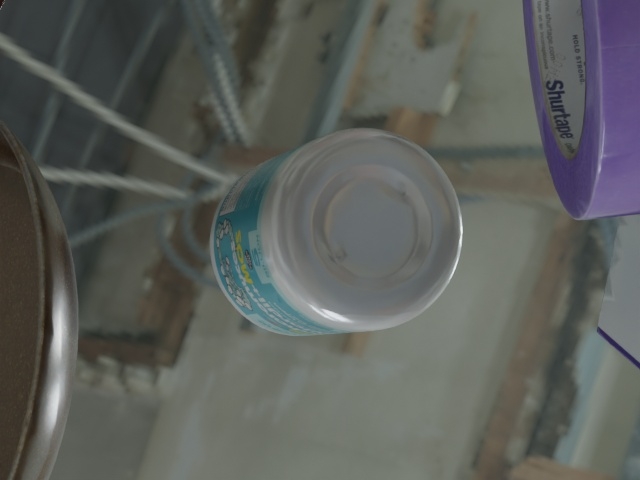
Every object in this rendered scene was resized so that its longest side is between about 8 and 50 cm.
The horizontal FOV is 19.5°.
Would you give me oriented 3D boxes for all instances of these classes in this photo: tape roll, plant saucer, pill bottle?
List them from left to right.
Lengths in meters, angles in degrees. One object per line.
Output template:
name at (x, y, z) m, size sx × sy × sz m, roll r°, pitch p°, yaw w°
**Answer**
plant saucer at (-0.219, 0.076, 1.039) m, size 0.311 × 0.050 × 0.310 m, roll -22°, pitch -118°, yaw 48°
pill bottle at (0.000, 0.000, 1.427) m, size 0.264 × 0.146 × 0.146 m, roll 164°, pitch -56°, yaw -74°
tape roll at (0.149, -0.106, 0.878) m, size 0.189 × 0.080 × 0.189 m, roll 175°, pitch -90°, yaw -87°

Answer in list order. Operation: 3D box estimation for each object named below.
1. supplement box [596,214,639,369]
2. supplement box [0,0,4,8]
supplement box at (0.304, 0.015, 1.196) m, size 0.111 × 0.220 × 0.114 m, roll 44°, pitch -39°, yaw 41°
supplement box at (-0.268, -0.174, 1.050) m, size 0.191 × 0.129 × 0.194 m, roll 10°, pitch -110°, yaw 51°
